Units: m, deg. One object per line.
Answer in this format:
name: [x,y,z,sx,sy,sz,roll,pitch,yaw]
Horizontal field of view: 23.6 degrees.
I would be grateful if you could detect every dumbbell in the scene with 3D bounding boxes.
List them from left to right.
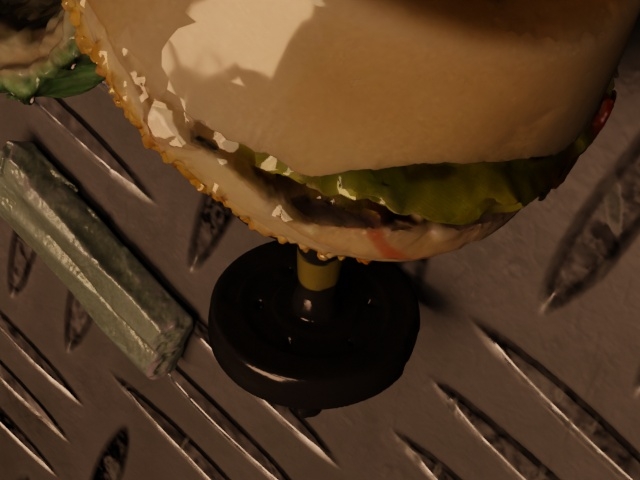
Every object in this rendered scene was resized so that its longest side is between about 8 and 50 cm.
dumbbell: [0.000,0.000,0.979,0.143,0.143,0.325,32,139,26]

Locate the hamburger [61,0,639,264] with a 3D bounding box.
hamburger: [0.013,-0.131,0.741,0.302,0.302,0.170,46,136,9]

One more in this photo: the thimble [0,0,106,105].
thimble: [-0.182,-0.204,0.976,0.219,0.150,0.219,17,127,24]

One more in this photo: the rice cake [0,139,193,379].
rice cake: [-0.194,0.016,1.289,0.226,0.040,0.085,47,143,9]
